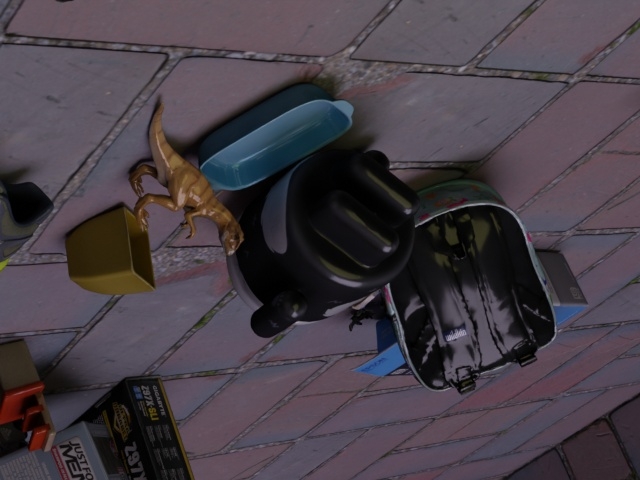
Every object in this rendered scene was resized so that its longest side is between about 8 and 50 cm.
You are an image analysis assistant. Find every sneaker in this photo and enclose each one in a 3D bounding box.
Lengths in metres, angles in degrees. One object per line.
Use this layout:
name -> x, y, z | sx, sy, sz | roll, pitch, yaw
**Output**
sneaker -> -0.370, -0.041, 1.328 | 0.121, 0.111, 0.300 | -39, 161, 12
sneaker -> -0.490, 0.285, 1.997 | 0.132, 0.086, 0.228 | -29, 168, 4

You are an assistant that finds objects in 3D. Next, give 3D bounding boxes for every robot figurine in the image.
robot figurine -> 0.003, 0.000, 1.628 | 0.209, 0.174, 0.278 | -14, 169, -32

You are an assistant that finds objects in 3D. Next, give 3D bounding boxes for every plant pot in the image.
plant pot -> -0.244, 0.019, 1.603 | 0.083, 0.081, 0.081 | -13, 160, 9

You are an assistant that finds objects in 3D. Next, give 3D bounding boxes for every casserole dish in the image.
casserole dish -> -0.053, -0.115, 1.525 | 0.188, 0.037, 0.114 | -28, 158, 16

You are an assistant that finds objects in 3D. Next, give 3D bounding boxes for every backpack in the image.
backpack -> 0.183, 0.045, 1.894 | 0.225, 0.191, 0.253 | -22, 119, -1

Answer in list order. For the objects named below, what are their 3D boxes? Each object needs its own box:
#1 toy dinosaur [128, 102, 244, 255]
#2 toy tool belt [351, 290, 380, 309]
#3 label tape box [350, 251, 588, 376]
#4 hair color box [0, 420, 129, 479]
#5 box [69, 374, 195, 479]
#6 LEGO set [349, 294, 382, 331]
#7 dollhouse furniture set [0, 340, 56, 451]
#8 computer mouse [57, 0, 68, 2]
toy dinosaur -> -0.156, -0.069, 1.494 | 0.112, 0.064, 0.211 | -20, 129, 20
toy tool belt -> 0.058, 0.080, 2.073 | 0.051, 0.052, 0.083 | 8, 144, -39
label tape box -> 0.227, 0.116, 2.244 | 0.347, 0.115, 0.249 | 7, 144, -47
hair color box -> -0.461, 0.375, 1.933 | 0.374, 0.114, 0.185 | -23, 172, -3
box -> -0.290, 0.407, 2.132 | 0.079, 0.322, 0.257 | 3, 147, -46
LEGO set -> 0.072, 0.108, 2.201 | 0.083, 0.023, 0.054 | -35, 161, -3
dollhouse furniture set -> -0.481, 0.225, 1.773 | 0.259, 0.135, 0.262 | -12, 156, -24
computer mouse -> -0.290, -0.190, 1.109 | 0.193, 0.042, 0.106 | -23, 160, 1
